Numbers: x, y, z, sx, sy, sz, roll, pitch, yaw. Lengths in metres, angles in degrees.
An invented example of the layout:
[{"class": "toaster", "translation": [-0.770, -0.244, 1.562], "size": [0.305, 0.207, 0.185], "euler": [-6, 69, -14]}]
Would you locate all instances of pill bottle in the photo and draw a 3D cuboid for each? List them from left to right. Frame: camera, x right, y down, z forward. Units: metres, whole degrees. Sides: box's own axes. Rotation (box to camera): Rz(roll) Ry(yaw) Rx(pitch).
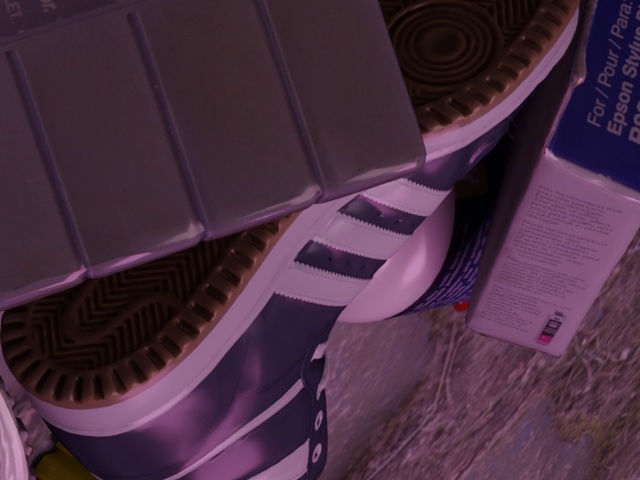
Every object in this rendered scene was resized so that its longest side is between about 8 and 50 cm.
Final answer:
[{"class": "pill bottle", "translation": [0.047, -0.030, 1.107], "size": [0.264, 0.153, 0.153], "euler": [-10, 128, -51]}]

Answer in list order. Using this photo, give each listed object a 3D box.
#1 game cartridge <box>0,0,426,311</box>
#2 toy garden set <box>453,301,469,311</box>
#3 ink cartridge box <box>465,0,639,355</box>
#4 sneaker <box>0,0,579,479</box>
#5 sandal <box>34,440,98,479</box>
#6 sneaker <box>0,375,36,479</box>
[{"class": "game cartridge", "translation": [-0.122, -0.156, 0.545], "size": [0.230, 0.355, 0.068], "euler": [-18, -178, -12]}, {"class": "toy garden set", "translation": [0.162, -0.054, 1.353], "size": [0.204, 0.049, 0.244], "euler": [-11, 129, -53]}, {"class": "ink cartridge box", "translation": [0.163, -0.139, 0.931], "size": [0.330, 0.071, 0.324], "euler": [103, 4, -70]}, {"class": "sneaker", "translation": [0.000, 0.000, 0.744], "size": [0.282, 0.099, 0.153], "euler": [-42, 148, -19]}, {"class": "sandal", "translation": [-0.133, 0.219, 1.148], "size": [0.317, 0.126, 0.138], "euler": [-54, 154, 15]}, {"class": "sneaker", "translation": [-0.228, 0.155, 0.963], "size": [0.108, 0.100, 0.271], "euler": [-13, 130, -42]}]
